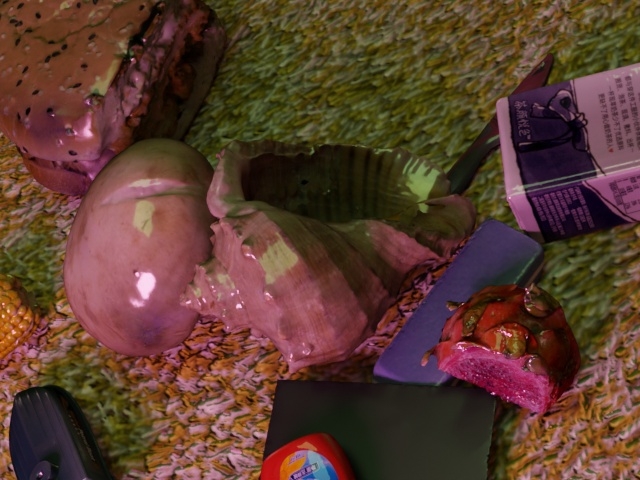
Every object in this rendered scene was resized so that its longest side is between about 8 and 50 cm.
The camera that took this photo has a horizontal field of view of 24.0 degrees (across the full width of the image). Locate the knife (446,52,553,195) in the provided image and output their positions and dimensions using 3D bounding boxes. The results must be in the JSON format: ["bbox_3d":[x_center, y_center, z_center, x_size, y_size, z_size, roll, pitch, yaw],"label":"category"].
[{"bbox_3d":[0.193,-0.116,1.674,0.035,0.018,0.247,27,73,37],"label":"knife"}]

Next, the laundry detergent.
[{"bbox_3d":[-0.001,0.274,1.457,0.097,0.049,0.165,-30,57,17],"label":"laundry detergent"}]

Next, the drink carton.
[{"bbox_3d":[0.304,-0.096,1.557,0.222,0.102,0.134,-14,53,17],"label":"drink carton"}]

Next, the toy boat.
[{"bbox_3d":[-0.283,0.233,1.634,0.093,0.103,0.246,-48,37,7],"label":"toy boat"}]

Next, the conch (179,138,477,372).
[{"bbox_3d":[-0.006,0.006,1.577,0.324,0.186,0.263,-8,60,-33],"label":"conch"}]

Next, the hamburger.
[{"bbox_3d":[-0.282,-0.214,1.851,0.276,0.195,0.318,8,61,27],"label":"hamburger"}]

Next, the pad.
[{"bbox_3d":[0.034,0.310,1.456,0.247,0.007,0.368,-1,64,25],"label":"pad"}]

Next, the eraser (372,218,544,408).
[{"bbox_3d":[0.142,0.082,1.555,0.082,0.036,0.225,29,74,36],"label":"eraser"}]

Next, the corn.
[{"bbox_3d":[-0.441,0.131,1.763,0.244,0.093,0.093,-36,51,3],"label":"corn"}]

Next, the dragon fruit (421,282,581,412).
[{"bbox_3d":[0.184,0.093,1.455,0.147,0.096,0.102,25,56,8],"label":"dragon fruit"}]

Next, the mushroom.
[{"bbox_3d":[-0.184,0.003,1.658,0.184,0.255,0.255,12,59,-10],"label":"mushroom"}]
